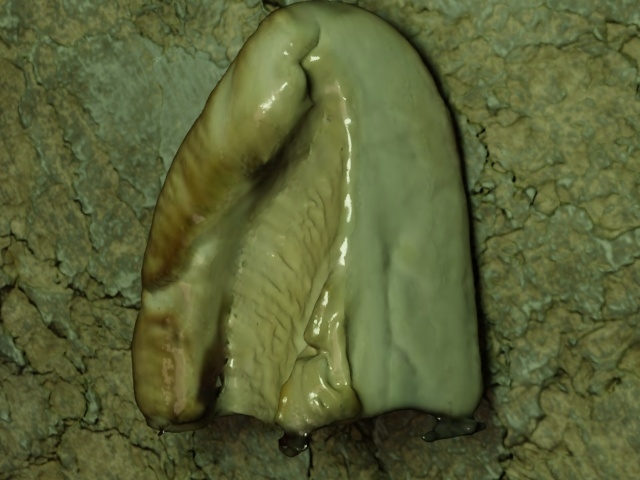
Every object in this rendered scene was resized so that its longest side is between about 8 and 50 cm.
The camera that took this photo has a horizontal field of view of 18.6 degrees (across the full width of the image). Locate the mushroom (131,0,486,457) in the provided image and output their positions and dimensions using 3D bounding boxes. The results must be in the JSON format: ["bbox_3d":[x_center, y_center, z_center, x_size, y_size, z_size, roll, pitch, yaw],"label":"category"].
[{"bbox_3d":[-0.029,-0.017,1.800,0.314,0.224,0.397,2,98,47],"label":"mushroom"}]
